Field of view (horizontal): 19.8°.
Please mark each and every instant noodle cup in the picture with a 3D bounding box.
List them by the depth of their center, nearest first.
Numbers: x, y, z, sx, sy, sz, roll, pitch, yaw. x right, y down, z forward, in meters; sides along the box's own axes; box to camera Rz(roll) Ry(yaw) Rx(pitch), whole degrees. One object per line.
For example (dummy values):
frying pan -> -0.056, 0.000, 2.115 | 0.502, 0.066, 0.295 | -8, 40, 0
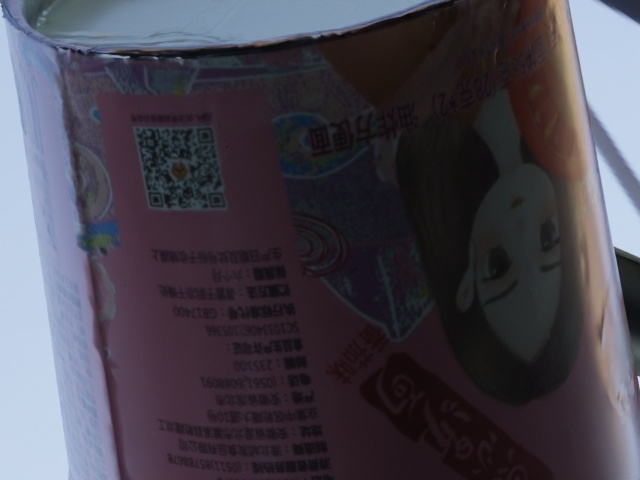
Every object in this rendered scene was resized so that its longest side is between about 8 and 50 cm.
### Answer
instant noodle cup -> 0.000, 0.000, 0.673 | 0.243, 0.243, 0.231 | -16, -64, -13

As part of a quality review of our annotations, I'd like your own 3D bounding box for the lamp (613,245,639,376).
lamp -> 0.106, 0.070, 0.965 | 0.203, 0.283, 0.124 | 34, -105, -19
